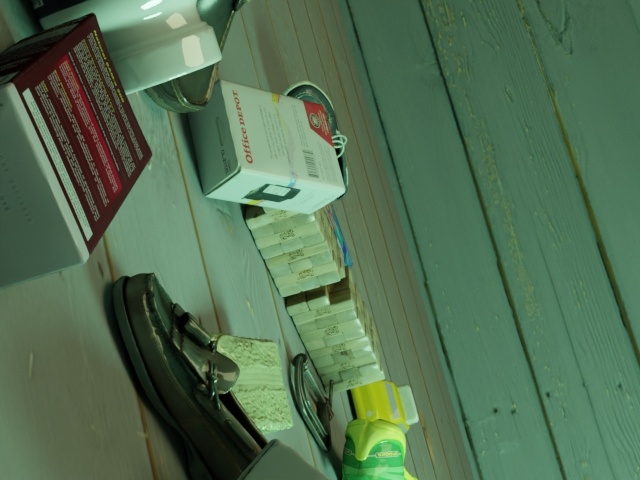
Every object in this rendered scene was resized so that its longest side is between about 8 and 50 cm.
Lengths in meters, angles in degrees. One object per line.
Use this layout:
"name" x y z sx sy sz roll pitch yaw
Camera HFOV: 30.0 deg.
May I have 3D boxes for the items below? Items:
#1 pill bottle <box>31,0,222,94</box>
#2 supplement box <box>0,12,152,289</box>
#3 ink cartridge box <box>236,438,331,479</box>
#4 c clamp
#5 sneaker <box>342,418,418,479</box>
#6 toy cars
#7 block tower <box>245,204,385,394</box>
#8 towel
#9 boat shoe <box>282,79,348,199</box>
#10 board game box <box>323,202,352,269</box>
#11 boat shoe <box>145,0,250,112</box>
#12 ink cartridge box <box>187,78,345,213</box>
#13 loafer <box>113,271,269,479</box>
"pill bottle" -0.187 -0.260 1.023 0.153 0.153 0.264 -71 142 -74
"supplement box" -0.198 -0.074 0.872 0.239 0.073 0.130 -79 151 -68
"ink cartridge box" 0.039 0.317 1.016 0.226 0.131 0.306 35 -11 28
"c clamp" -0.010 0.208 1.588 0.160 0.022 0.137 63 18 -49
"sneaker" 0.083 0.362 1.652 0.295 0.110 0.123 65 35 -44
"toy cars" 0.146 0.363 1.965 0.176 0.087 0.393 -84 155 -66
"block tower" -0.006 0.055 1.655 0.097 0.091 0.335 -90 161 -58
"towel" -0.073 0.151 1.247 0.148 0.027 0.110 19 55 -66
"boat shoe" -0.005 -0.167 2.063 0.254 0.095 0.079 75 -7 -49
"board game box" 0.000 0.000 1.911 0.210 0.047 0.160 -70 142 -75
"boat shoe" -0.120 -0.311 1.269 0.132 0.130 0.355 -9 106 -62
"ink cartridge box" -0.067 -0.112 1.450 0.175 0.072 0.127 9 60 -44
"loafer" -0.094 0.135 1.048 0.096 0.084 0.267 -91 161 -63
